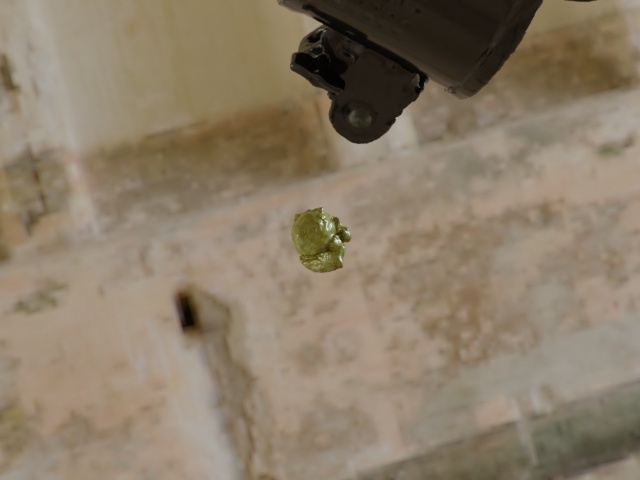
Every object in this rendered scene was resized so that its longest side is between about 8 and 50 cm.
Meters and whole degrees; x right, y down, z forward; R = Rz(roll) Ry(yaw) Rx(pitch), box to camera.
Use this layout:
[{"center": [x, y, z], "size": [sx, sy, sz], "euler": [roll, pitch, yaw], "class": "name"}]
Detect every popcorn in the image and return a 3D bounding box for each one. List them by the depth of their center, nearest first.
[{"center": [-0.003, 0.001, 1.998], "size": [0.068, 0.083, 0.059], "euler": [-10, -21, -44], "class": "popcorn"}]

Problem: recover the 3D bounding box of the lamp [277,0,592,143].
[{"center": [0.091, -0.276, 1.603], "size": [0.374, 0.272, 0.205], "euler": [-36, 23, 25], "class": "lamp"}]
